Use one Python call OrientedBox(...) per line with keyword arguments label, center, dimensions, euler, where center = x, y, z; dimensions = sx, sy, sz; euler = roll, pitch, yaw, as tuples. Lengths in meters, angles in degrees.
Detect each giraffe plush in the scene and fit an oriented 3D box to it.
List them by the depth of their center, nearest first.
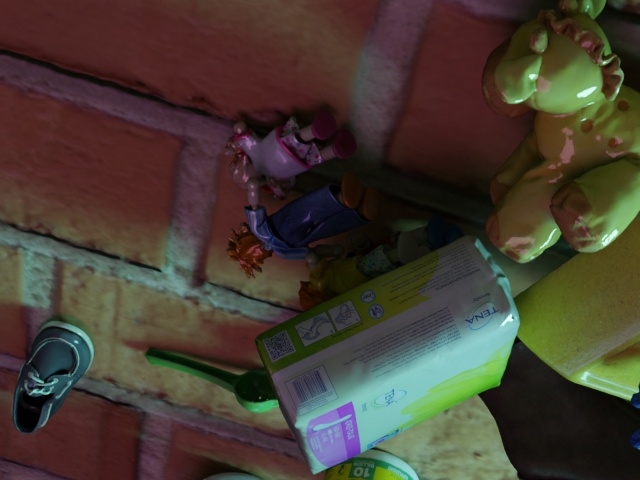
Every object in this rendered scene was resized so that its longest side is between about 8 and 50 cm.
OrientedBox(label="giraffe plush", center=(0.198, -0.106, 1.264), dimensions=(0.210, 0.181, 0.170), euler=(-24, 118, 31))

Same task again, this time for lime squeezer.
OrientedBox(label="lime squeezer", center=(-0.053, 0.136, 1.750), dimensions=(0.310, 0.059, 0.110), euler=(-16, 100, 38))

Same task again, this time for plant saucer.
OrientedBox(label="plant saucer", center=(0.382, 0.083, 1.409), dimensions=(0.332, 0.081, 0.333), euler=(19, 148, -19))

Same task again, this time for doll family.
OrientedBox(label="doll family", center=(0.000, 0.000, 1.494), dimensions=(0.163, 0.118, 0.263), euler=(-23, 127, 40))

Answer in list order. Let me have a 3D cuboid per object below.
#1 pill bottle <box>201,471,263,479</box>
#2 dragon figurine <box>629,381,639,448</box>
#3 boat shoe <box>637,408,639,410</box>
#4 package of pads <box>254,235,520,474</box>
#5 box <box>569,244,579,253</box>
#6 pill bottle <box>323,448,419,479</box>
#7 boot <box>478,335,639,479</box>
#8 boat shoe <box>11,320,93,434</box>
OrientedBox(label="pill bottle", center=(-0.140, 0.433, 2.043), dimensions=(0.161, 0.161, 0.283), euler=(22, 142, -5))
OrientedBox(label="dragon figurine", center=(0.391, 0.131, 1.322), dimensions=(0.144, 0.085, 0.289), euler=(23, 148, -27))
OrientedBox(label="boat shoe", center=(0.349, 0.195, 1.654), dimensions=(0.045, 0.050, 0.135), euler=(22, 132, 0))
OrientedBox(label="package of pads", center=(0.069, 0.114, 1.472), dimensions=(0.229, 0.101, 0.296), euler=(-26, 164, -4))
OrientedBox(label="box", center=(0.339, -0.027, 1.375), dimensions=(0.232, 0.058, 0.087), euler=(-21, 130, 39))
OrientedBox(label="pill bottle", center=(0.042, 0.360, 1.843), dimensions=(0.117, 0.208, 0.118), euler=(11, 141, 9))
OrientedBox(label="boot", center=(0.280, 0.177, 1.591), dimensions=(0.248, 0.090, 0.207), euler=(-27, 100, 39))
OrientedBox(label="boat shoe", center=(-0.326, 0.168, 1.873), dimensions=(0.075, 0.065, 0.206), euler=(25, 141, -8))
